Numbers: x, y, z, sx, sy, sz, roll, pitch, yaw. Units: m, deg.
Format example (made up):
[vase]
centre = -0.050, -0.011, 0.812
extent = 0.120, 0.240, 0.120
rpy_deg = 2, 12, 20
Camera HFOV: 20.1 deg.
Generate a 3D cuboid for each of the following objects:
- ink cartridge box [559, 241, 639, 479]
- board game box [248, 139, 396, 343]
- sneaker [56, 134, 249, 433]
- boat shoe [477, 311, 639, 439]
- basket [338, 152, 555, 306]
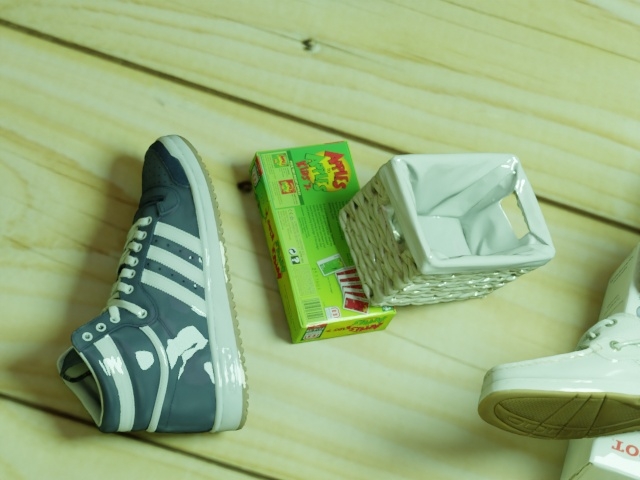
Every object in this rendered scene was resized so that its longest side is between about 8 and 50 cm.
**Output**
[ink cartridge box]
centre = 0.334, 0.145, 1.663
extent = 0.172, 0.100, 0.237
rpy_deg = 20, 62, -2
[board game box]
centre = 0.000, 0.000, 1.684
extent = 0.092, 0.043, 0.181
rpy_deg = -8, 68, -18
[sneaker]
centre = -0.163, 0.039, 1.596
extent = 0.153, 0.099, 0.282
rpy_deg = -6, 70, -18
[boat shoe]
centre = 0.259, 0.111, 1.557
extent = 0.277, 0.098, 0.096
rpy_deg = 0, 63, -20
[basket]
centre = 0.112, -0.009, 1.653
extent = 0.167, 0.103, 0.113
rpy_deg = -2, 65, -41
